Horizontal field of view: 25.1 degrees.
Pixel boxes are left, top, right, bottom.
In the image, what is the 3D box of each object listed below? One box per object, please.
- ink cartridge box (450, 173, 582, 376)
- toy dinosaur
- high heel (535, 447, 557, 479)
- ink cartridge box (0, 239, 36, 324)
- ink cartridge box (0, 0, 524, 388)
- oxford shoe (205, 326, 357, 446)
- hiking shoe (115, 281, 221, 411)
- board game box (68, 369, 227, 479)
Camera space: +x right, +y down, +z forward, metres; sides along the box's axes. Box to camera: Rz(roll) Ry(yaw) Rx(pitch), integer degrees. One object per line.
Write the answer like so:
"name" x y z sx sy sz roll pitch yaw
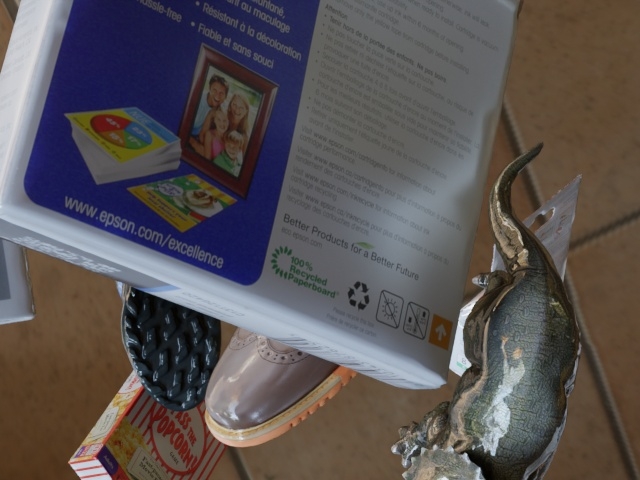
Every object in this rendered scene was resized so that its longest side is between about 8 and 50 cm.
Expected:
"ink cartridge box" 0.230 0.039 1.715 0.181 0.056 0.225 -37 141 -35
"toy dinosaur" 0.120 0.093 0.916 0.121 0.160 0.313 27 85 -6
"high heel" 0.131 0.265 1.299 0.261 0.093 0.186 -52 156 -30
"ink cartridge box" -0.381 -0.064 1.500 0.091 0.385 0.308 -9 91 -17
"ink cartridge box" -0.021 -0.105 0.814 0.303 0.072 0.307 24 69 -33
"oxford shoe" 0.000 0.000 1.188 0.364 0.130 0.133 -57 134 -21
"hiking shoe" -0.181 0.046 1.635 0.113 0.132 0.304 -14 81 -4
"board game box" -0.189 0.238 1.633 0.045 0.193 0.147 -15 118 32
